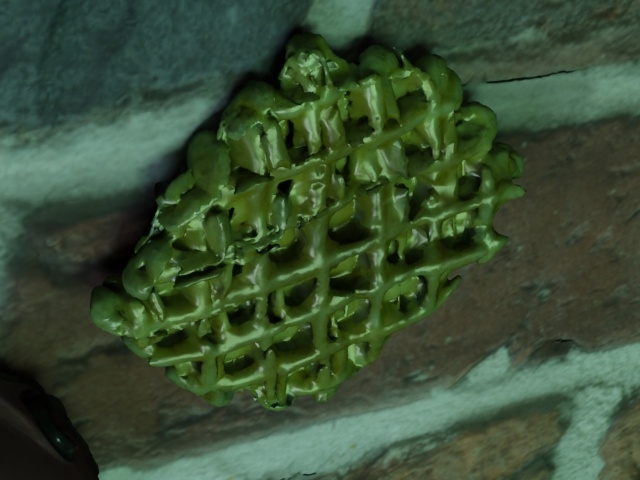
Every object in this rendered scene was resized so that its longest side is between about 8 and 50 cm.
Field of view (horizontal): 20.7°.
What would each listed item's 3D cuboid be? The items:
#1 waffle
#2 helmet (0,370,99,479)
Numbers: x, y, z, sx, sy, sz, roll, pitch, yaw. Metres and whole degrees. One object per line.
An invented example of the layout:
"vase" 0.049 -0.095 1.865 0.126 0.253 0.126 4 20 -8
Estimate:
"waffle" 0.000 0.000 1.273 0.317 0.073 0.297 -48 140 15
"helmet" -0.265 0.248 1.232 0.271 0.197 0.338 -29 142 -5
